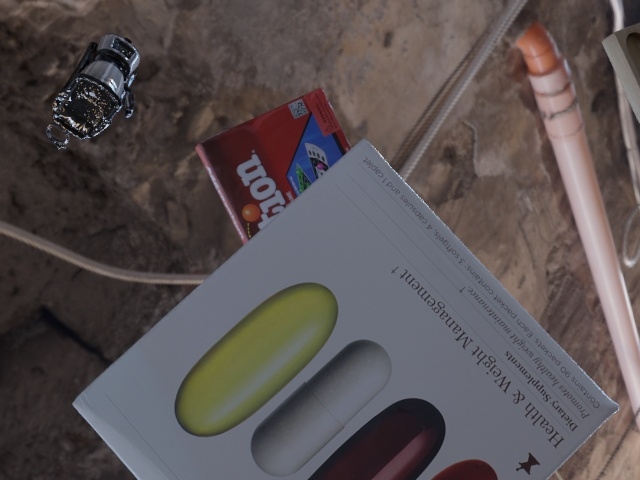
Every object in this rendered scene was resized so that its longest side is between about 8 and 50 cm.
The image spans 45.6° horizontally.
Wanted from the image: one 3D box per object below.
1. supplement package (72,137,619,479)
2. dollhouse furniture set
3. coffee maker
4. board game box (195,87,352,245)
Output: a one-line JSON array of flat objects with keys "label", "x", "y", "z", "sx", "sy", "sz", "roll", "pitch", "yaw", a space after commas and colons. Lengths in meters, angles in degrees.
[{"label": "supplement package", "x": 0.012, "y": 0.091, "z": 0.446, "sx": 0.203, "sy": 0.149, "sz": 0.194, "roll": -43, "pitch": -96, "yaw": -6}, {"label": "dollhouse furniture set", "x": 0.443, "y": -0.243, "z": 0.896, "sx": 0.151, "sy": 0.123, "sz": 0.144, "roll": -22, "pitch": -93, "yaw": -20}, {"label": "coffee maker", "x": -0.427, "y": -0.283, "z": 1.415, "sx": 0.171, "sy": 0.120, "sz": 0.178, "roll": -18, "pitch": -144, "yaw": 18}, {"label": "board game box", "x": 0.000, "y": 0.000, "z": 0.779, "sx": 0.145, "sy": 0.281, "sz": 0.027, "roll": -28, "pitch": -177, "yaw": -17}]
